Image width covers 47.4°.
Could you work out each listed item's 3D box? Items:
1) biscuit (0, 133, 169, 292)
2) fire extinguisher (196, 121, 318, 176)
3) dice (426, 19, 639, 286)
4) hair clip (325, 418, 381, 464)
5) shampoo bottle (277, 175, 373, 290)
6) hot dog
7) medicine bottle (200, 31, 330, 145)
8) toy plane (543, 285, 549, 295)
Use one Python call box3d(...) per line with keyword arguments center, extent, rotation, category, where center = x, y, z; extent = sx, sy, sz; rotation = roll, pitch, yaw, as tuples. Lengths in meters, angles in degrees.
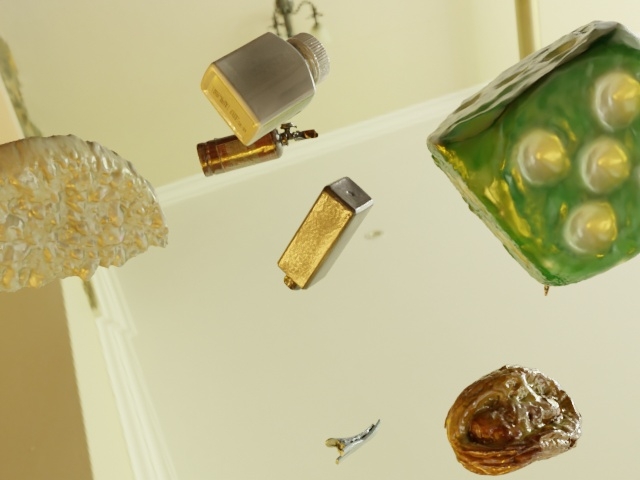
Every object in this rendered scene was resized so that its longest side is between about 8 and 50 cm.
box3d(center=(-0.314, -0.037, 0.850), extent=(0.281, 0.179, 0.084), rotation=(-15, -143, -33), category="biscuit")
box3d(center=(-0.126, -0.188, 1.509), extent=(0.252, 0.075, 0.106), rotation=(-13, -146, 1), category="fire extinguisher")
box3d(center=(0.353, -0.125, 1.076), extent=(0.300, 0.287, 0.297), rotation=(-36, -169, 5), category="dice")
box3d(center=(0.054, 0.309, 1.149), extent=(0.039, 0.030, 0.115), rotation=(42, -146, 27), category="hair clip")
box3d(center=(0.000, 0.000, 1.329), extent=(0.079, 0.246, 0.080), rotation=(43, -142, 14), category="shampoo bottle")
box3d(center=(0.338, 0.306, 1.255), extent=(0.259, 0.114, 0.175), rotation=(-11, -127, -34), category="hot dog")
box3d(center=(-0.079, -0.257, 1.173), extent=(0.188, 0.132, 0.088), rotation=(-37, 179, -29), category="medicine bottle")
box3d(center=(0.496, 0.038, 1.609), extent=(0.062, 0.188, 0.135), rotation=(2, -159, -14), category="toy plane")
